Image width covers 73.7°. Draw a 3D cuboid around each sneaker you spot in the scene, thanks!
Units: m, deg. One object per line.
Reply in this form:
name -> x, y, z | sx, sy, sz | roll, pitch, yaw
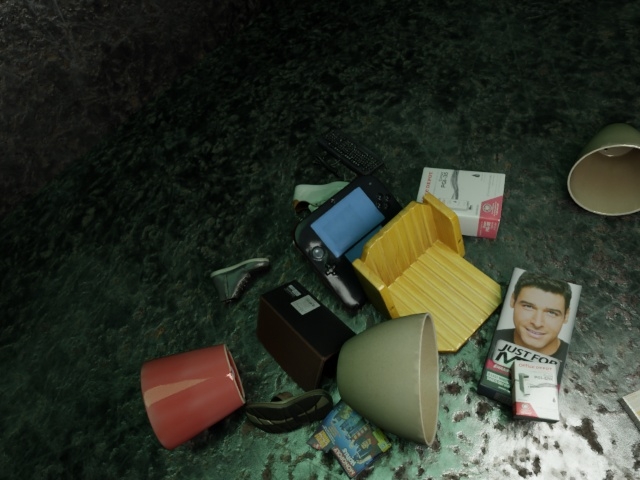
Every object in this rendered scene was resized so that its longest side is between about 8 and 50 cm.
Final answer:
sneaker -> -0.282, 0.147, 1.571 | 0.221, 0.083, 0.118 | -19, 74, -6
sneaker -> 0.027, -0.152, 1.659 | 0.289, 0.106, 0.123 | -2, 64, 25

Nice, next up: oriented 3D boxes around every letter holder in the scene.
letter holder -> -0.055, 0.313, 1.366 | 0.151, 0.215, 0.301 | -22, 47, -39

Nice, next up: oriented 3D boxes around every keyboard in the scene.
keyboard -> 0.094, -0.356, 1.805 | 0.201, 0.033, 0.317 | -40, 56, -11

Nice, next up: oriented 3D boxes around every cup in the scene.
cup -> 0.182, 0.364, 1.161 | 0.236, 0.331, 0.332 | -4, 57, 23

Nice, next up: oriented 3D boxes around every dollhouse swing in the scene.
dollhouse swing -> 0.348, 0.109, 1.303 | 0.346, 0.315, 0.305 | -40, 45, -12

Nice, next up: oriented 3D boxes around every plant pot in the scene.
plant pot -> -0.373, 0.448, 1.295 | 0.243, 0.275, 0.275 | -21, 55, -11
plant pot -> 0.971, -0.267, 1.403 | 0.256, 0.257, 0.274 | 15, 47, 23

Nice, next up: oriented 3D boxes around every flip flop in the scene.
flip flop -> -0.094, 0.495, 1.279 | 0.276, 0.112, 0.080 | -21, 18, 12

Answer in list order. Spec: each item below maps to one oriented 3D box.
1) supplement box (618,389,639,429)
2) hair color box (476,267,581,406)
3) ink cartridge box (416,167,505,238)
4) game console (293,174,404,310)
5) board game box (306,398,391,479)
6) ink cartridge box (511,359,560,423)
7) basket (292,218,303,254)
supplement box -> 0.830, 0.440, 1.095 | 0.062, 0.036, 0.099 | -22, 55, 1
hair color box -> 0.593, 0.282, 1.214 | 0.185, 0.114, 0.375 | 17, 64, 23
ink cartridge box -> 0.485, -0.135, 1.505 | 0.282, 0.117, 0.208 | 8, 61, 19
game console -> 0.134, -0.008, 1.459 | 0.386, 0.060, 0.342 | -38, 83, -15
board game box -> 0.069, 0.560, 1.210 | 0.194, 0.060, 0.194 | -35, 56, -8
ink cartridge box -> 0.535, 0.376, 1.068 | 0.099, 0.056, 0.136 | 1, 60, 17
basket -> 0.000, 0.000, 1.560 | 0.167, 0.103, 0.114 | 7, 61, 20
